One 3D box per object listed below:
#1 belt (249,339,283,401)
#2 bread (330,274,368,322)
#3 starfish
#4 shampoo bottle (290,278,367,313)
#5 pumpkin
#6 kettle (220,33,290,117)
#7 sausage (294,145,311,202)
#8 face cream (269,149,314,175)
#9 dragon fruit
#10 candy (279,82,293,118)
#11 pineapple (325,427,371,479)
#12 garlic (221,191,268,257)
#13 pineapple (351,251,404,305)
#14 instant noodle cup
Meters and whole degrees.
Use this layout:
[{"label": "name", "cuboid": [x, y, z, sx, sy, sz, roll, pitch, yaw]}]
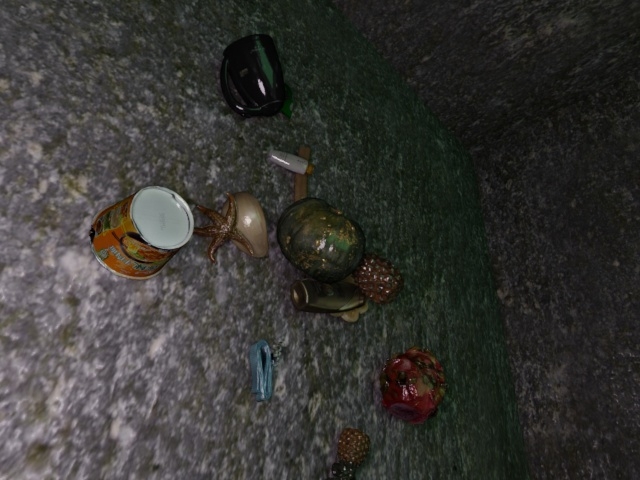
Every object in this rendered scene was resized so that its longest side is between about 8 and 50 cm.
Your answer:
[{"label": "belt", "cuboid": [-0.169, 0.402, 1.324, 0.100, 0.065, 0.179, 15, 60, -35]}, {"label": "bread", "cuboid": [0.087, 0.184, 1.749, 0.316, 0.054, 0.316, 27, 50, -38]}, {"label": "starfish", "cuboid": [-0.302, -0.034, 1.348, 0.238, 0.057, 0.213, 31, 86, -6]}, {"label": "shampoo bottle", "cuboid": [0.044, 0.207, 1.586, 0.350, 0.084, 0.126, 11, 52, -44]}, {"label": "pumpkin", "cuboid": [0.000, 0.000, 1.546, 0.291, 0.258, 0.327, 23, 13, -36]}, {"label": "kettle", "cuboid": [-0.270, -0.630, 1.708, 0.268, 0.207, 0.291, -21, 95, -23]}, {"label": "sausage", "cuboid": [-0.077, -0.270, 1.806, 0.065, 0.065, 0.301, 31, 48, -36]}, {"label": "face cream", "cuboid": [-0.115, -0.318, 1.748, 0.182, 0.051, 0.072, 20, 59, -12]}, {"label": "dragon fruit", "cuboid": [0.368, 0.559, 1.720, 0.269, 0.250, 0.291, 34, 50, -8]}, {"label": "candy", "cuboid": [-0.172, -0.647, 1.901, 0.141, 0.078, 0.203, 8, 69, -47]}, {"label": "pineapple", "cuboid": [0.078, 0.750, 1.373, 0.130, 0.118, 0.277, 62, 35, -35]}, {"label": "garlic", "cuboid": [-0.245, -0.052, 1.453, 0.164, 0.145, 0.245, -8, 76, -83]}, {"label": "pineapple", "cuboid": [0.162, 0.093, 1.671, 0.361, 0.175, 0.175, 40, 28, 28]}, {"label": "instant noodle cup", "cuboid": [-0.456, -0.028, 1.129, 0.230, 0.182, 0.230, 26, 52, -39]}]
